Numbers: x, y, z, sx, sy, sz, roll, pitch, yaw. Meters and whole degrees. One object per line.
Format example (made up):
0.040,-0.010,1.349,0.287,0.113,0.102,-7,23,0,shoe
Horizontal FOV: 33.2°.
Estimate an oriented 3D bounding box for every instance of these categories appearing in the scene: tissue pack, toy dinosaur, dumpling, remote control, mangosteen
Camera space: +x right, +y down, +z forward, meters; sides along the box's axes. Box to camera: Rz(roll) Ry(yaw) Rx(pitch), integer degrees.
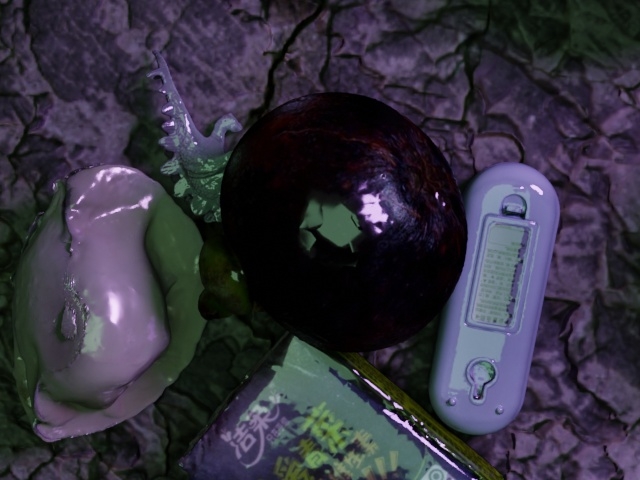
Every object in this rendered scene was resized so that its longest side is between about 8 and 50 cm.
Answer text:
0.019,0.201,0.945,0.235,0.073,0.173,39,96,-1,tissue pack
-0.102,-0.075,0.942,0.082,0.039,0.209,-29,93,7,toy dinosaur
-0.174,0.059,0.929,0.173,0.142,0.247,5,101,-32,dumpling
0.151,0.053,0.937,0.087,0.047,0.244,9,98,-1,remote control
0.010,-0.007,0.864,0.216,0.216,0.216,0,96,3,mangosteen
